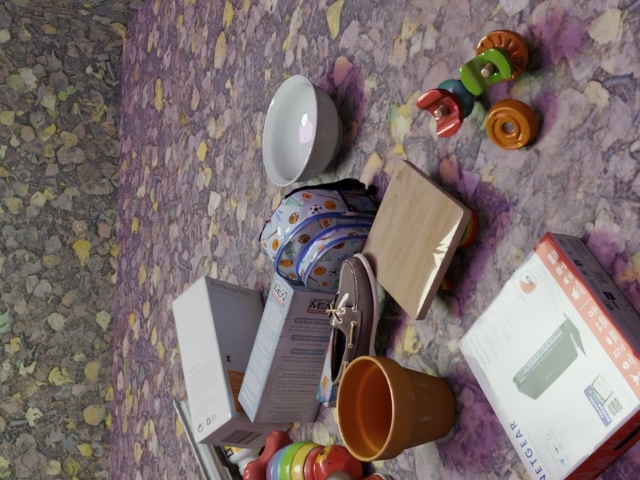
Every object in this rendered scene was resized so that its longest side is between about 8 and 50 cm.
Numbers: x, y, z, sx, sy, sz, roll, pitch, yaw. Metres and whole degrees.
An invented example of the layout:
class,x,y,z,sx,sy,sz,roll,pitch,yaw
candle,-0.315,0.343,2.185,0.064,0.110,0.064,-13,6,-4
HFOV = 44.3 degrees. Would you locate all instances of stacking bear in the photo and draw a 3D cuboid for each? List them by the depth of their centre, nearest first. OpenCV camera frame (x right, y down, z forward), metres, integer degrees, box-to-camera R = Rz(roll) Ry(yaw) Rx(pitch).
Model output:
class,x,y,z,sx,sy,sz,roll,pitch,yaw
stacking bear,-0.019,0.558,1.901,0.289,0.175,0.164,-20,111,45

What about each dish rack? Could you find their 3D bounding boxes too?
class,x,y,z,sx,sy,sz,roll,pitch,yaw
dish rack,-0.320,0.624,2.317,0.285,0.072,0.333,82,162,-65

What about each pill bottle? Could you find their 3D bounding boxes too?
class,x,y,z,sx,sy,sz,roll,pitch,yaw
pill bottle,-0.234,0.581,2.274,0.103,0.103,0.184,-48,63,44

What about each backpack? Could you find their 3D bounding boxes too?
class,x,y,z,sx,sy,sz,roll,pitch,yaw
backpack,0.000,0.000,1.873,0.277,0.263,0.213,-63,37,29

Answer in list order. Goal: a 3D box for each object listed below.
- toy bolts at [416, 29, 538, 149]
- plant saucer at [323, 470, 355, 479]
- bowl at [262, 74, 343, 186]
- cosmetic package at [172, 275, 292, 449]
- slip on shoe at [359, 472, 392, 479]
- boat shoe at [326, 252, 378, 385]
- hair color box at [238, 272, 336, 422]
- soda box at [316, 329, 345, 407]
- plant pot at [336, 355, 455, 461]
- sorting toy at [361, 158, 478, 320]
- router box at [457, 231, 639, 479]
class,x,y,z,sx,sy,sz,roll,pitch,yaw
toy bolts,0.333,-0.287,1.555,0.228,0.158,0.218,-20,107,46
plant saucer,0.036,0.593,1.725,0.168,0.029,0.169,-12,75,52
bowl,-0.032,-0.284,2.108,0.298,0.134,0.298,-16,71,56
cosmetic package,-0.257,0.346,2.238,0.161,0.230,0.453,-40,51,29
slip on shoe,0.065,0.662,1.791,0.123,0.101,0.331,55,131,46
boat shoe,0.067,0.187,1.798,0.116,0.096,0.324,-135,39,-58
hair color box,-0.063,0.276,1.996,0.113,0.185,0.375,43,120,54
soda box,0.047,0.315,1.924,0.058,0.063,0.183,26,106,58
plant pot,0.165,0.341,1.603,0.205,0.188,0.205,-19,68,57
sorting toy,0.219,-0.002,1.679,0.255,0.089,0.257,49,125,51
router box,0.408,0.209,1.328,0.301,0.082,0.335,-60,38,33
